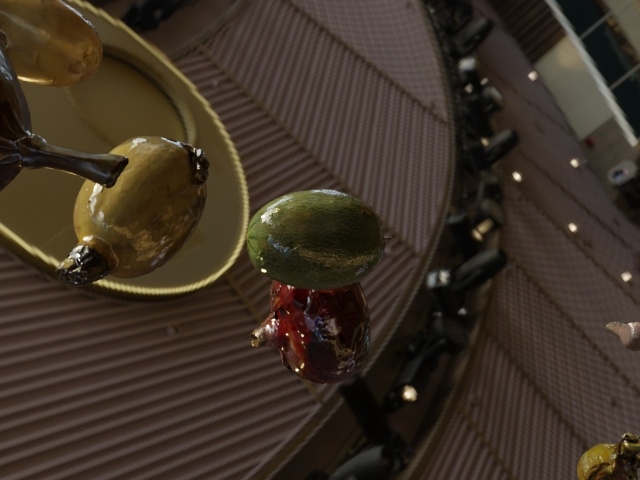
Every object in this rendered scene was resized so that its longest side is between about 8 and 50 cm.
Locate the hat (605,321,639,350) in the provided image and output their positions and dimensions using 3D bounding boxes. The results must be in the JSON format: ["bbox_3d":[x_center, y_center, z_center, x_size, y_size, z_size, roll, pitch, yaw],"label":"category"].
[{"bbox_3d":[0.481,0.152,1.498,0.058,0.087,0.042,15,-106,-19],"label":"hat"}]

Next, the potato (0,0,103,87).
[{"bbox_3d":[-0.472,-0.332,1.580,0.234,0.150,0.146,22,-172,-1],"label":"potato"}]

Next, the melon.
[{"bbox_3d":[0.000,0.000,1.092,0.167,0.114,0.114,-2,-128,-15],"label":"melon"}]

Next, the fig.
[{"bbox_3d":[-0.315,-0.108,0.868,0.321,0.217,0.217,11,-155,20],"label":"fig"}]

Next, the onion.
[{"bbox_3d":[-0.017,0.147,1.713,0.219,0.252,0.252,-23,-110,-15],"label":"onion"}]

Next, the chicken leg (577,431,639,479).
[{"bbox_3d":[0.386,0.292,1.242,0.093,0.178,0.070,36,-118,20],"label":"chicken leg"}]

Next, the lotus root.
[{"bbox_3d":[-0.292,-0.033,1.478,0.183,0.183,0.310,42,-128,-13],"label":"lotus root"}]
